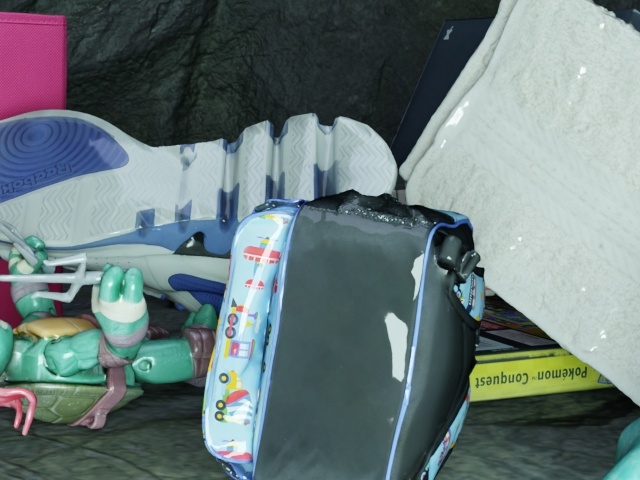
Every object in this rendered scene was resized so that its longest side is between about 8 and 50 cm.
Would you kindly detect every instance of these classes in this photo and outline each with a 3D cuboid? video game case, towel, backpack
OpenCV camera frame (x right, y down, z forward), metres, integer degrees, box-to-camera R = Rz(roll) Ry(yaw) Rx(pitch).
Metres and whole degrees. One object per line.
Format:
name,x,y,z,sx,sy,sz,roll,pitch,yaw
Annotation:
video game case,0.132,0.073,0.985,0.248,0.035,0.275,-2,7,-27
towel,0.184,-0.028,0.773,0.282,0.187,0.049,40,19,30
backpack,0.024,0.051,0.649,0.116,0.158,0.173,11,7,14

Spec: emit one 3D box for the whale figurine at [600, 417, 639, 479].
whale figurine,0.238,0.082,0.480,0.272,0.141,0.216,1,17,28

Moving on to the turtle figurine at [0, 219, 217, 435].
turtle figurine,-0.140,0.054,0.755,0.234,0.118,0.175,13,5,-42

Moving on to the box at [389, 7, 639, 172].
box,0.289,-0.079,1.249,0.312,0.179,0.343,25,-3,-23

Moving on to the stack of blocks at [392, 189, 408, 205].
stack of blocks,0.000,0.000,1.194,0.297,0.087,0.171,-1,-1,-5

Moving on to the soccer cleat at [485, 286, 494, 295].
soccer cleat,0.194,0.007,0.994,0.083,0.095,0.248,-3,8,-34

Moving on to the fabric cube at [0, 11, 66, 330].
fabric cube,-0.368,-0.057,1.008,0.259,0.258,0.254,-4,8,-37

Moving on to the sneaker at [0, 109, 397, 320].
sneaker,-0.101,0.010,0.916,0.315,0.182,0.127,1,51,6
